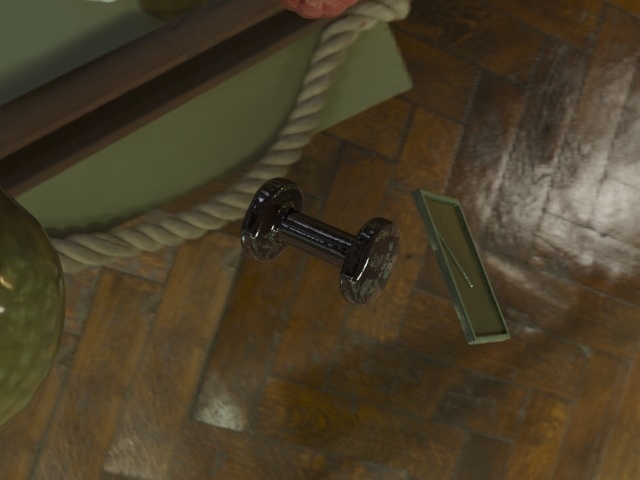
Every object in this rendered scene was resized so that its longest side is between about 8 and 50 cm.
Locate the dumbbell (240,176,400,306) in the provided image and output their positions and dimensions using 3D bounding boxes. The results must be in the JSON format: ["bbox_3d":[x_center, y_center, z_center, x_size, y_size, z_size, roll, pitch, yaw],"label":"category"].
[{"bbox_3d":[0.000,0.000,1.534,0.124,0.225,0.140,17,97,-65],"label":"dumbbell"}]

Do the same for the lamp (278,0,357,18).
[{"bbox_3d":[-0.003,-0.272,0.995,0.107,0.092,0.108,0,94,-2],"label":"lamp"}]

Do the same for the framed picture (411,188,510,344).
[{"bbox_3d":[0.181,0.035,1.294,0.150,0.015,0.203,6,62,-64],"label":"framed picture"}]

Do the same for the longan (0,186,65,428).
[{"bbox_3d":[-0.391,0.064,0.944,0.318,0.319,0.319,-2,95,-23],"label":"longan"}]

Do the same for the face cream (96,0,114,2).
[{"bbox_3d":[-0.236,-0.232,0.806,0.072,0.182,0.051,-58,156,-28],"label":"face cream"}]
